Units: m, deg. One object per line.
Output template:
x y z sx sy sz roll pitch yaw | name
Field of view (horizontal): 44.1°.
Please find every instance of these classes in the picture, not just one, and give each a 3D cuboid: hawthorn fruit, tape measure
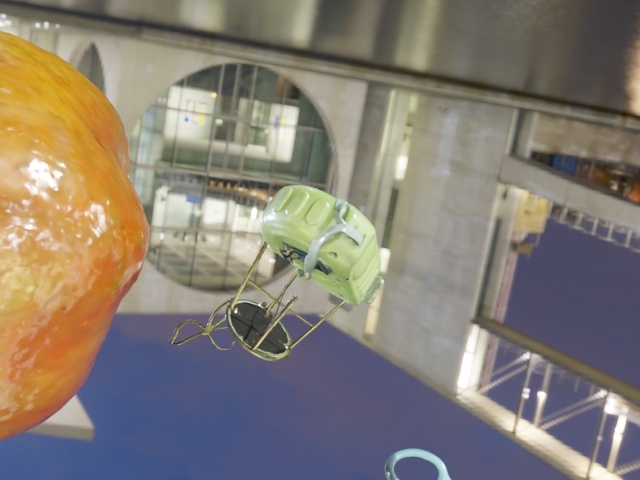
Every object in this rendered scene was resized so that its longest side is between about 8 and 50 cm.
-0.416 -0.029 0.804 0.472 0.471 0.472 9 -170 -2 | hawthorn fruit
0.000 0.000 0.966 0.154 0.087 0.177 29 159 18 | tape measure

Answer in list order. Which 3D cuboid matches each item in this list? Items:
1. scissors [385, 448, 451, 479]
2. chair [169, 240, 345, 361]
0.095 0.154 0.460 0.119 0.058 0.014 9 146 -9 | scissors
-0.117 0.154 1.456 0.160 0.325 0.170 9 -139 -47 | chair
